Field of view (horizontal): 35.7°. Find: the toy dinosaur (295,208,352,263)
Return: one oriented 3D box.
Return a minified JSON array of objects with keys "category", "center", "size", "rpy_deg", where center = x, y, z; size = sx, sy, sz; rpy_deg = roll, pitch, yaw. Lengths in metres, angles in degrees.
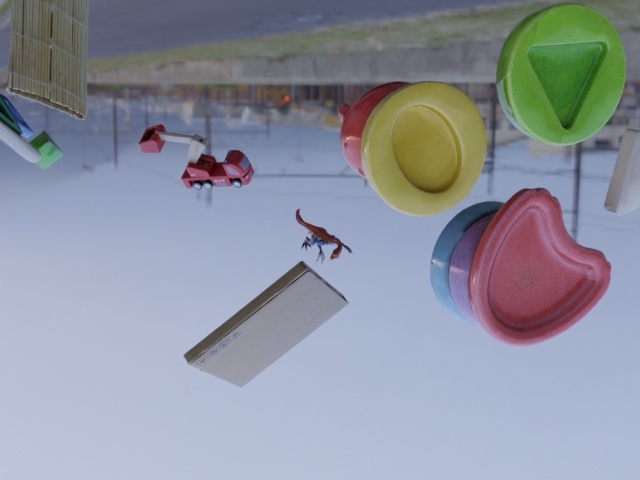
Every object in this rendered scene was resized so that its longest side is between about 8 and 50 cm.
[{"category":"toy dinosaur","center":[0.000,0.000,1.384],"size":[0.047,0.090,0.082],"rpy_deg":[-47,-163,-19]}]

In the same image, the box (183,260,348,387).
[{"category":"box","center":[-0.069,0.120,1.354],"size":[0.021,0.201,0.164],"rpy_deg":[54,-175,28]}]

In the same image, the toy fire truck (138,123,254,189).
[{"category":"toy fire truck","center":[-0.233,-0.159,1.884],"size":[0.192,0.135,0.047],"rpy_deg":[-2,-133,23]}]

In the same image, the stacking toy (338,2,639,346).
[{"category":"stacking toy","center":[0.182,-0.074,0.987],"size":[0.279,0.309,0.130],"rpy_deg":[-40,-156,-10]}]

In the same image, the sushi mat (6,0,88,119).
[{"category":"sushi mat","center":[-0.406,-0.347,1.501],"size":[0.019,0.317,0.151],"rpy_deg":[-15,159,32]}]

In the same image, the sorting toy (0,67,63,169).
[{"category":"sorting toy","center":[-0.394,-0.193,1.110],"size":[0.047,0.196,0.348],"rpy_deg":[-39,156,0]}]
